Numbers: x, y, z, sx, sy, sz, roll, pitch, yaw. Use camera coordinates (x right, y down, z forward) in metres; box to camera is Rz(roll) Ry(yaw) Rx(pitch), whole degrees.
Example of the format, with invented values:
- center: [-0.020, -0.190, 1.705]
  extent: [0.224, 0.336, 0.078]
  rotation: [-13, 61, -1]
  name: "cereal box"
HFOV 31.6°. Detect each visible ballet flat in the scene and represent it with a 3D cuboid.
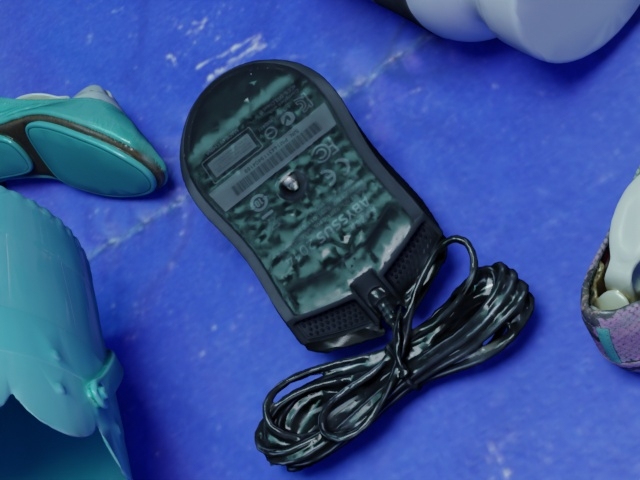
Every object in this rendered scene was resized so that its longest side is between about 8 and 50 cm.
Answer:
- center: [-0.212, -0.090, 0.908]
  extent: [0.247, 0.083, 0.087]
  rotation: [4, 51, 32]
  name: "ballet flat"
- center: [0.201, -0.036, 0.612]
  extent: [0.077, 0.079, 0.221]
  rotation: [16, 72, 39]
  name: "ballet flat"

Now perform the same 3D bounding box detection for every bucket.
- center: [-0.254, 0.102, 0.695]
  extent: [0.281, 0.281, 0.183]
  rotation: [-26, 50, 16]
  name: "bucket"

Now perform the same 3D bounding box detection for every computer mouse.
- center: [0.000, 0.000, 0.731]
  extent: [0.188, 0.072, 0.272]
  rotation: [-34, 62, 7]
  name: "computer mouse"

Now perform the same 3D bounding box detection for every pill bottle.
- center: [0.079, -0.229, 0.754]
  extent: [0.162, 0.162, 0.278]
  rotation: [-49, 48, -3]
  name: "pill bottle"
